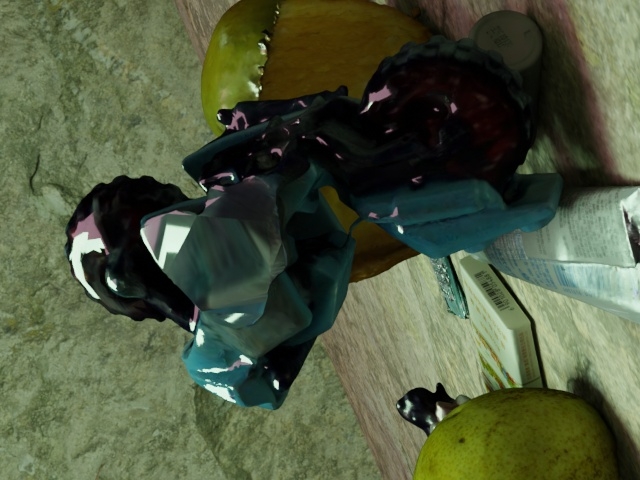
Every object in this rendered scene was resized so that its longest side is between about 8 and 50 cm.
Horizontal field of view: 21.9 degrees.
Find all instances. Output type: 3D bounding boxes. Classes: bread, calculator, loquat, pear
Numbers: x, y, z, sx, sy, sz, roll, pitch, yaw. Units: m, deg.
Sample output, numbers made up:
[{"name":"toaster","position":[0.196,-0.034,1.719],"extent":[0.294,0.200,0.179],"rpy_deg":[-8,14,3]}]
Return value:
[{"name":"bread","position":[0.042,-0.101,1.508],"extent":[0.340,0.179,0.194],"rpy_deg":[-80,-18,-57]},{"name":"calculator","position":[0.133,0.009,1.902],"extent":[0.057,0.018,0.172],"rpy_deg":[-146,34,-74]},{"name":"loquat","position":[-0.026,-0.174,1.803],"extent":[0.246,0.213,0.213],"rpy_deg":[-58,-53,-71]},{"name":"pear","position":[0.189,0.224,1.527],"extent":[0.197,0.197,0.197],"rpy_deg":[157,90,-83]}]

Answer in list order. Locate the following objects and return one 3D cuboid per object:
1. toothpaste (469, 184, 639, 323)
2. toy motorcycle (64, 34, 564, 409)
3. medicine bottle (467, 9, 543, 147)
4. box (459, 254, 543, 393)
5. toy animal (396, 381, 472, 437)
[{"name":"toothpaste","position":[0.192,0.002,1.259],"extent":[0.299,0.073,0.114],"rpy_deg":[-162,56,-71]},{"name":"toy motorcycle","position":[0.000,0.000,1.284],"extent":[0.232,0.416,0.172],"rpy_deg":[57,-152,-19]},{"name":"medicine bottle","position":[0.142,-0.102,1.291],"extent":[0.199,0.058,0.057],"rpy_deg":[81,164,-64]},{"name":"box","position":[0.196,0.127,1.728],"extent":[0.122,0.032,0.220],"rpy_deg":[56,168,46]},{"name":"toy animal","position":[0.207,0.253,1.689],"extent":[0.324,0.090,0.195],"rpy_deg":[45,-179,20]}]
